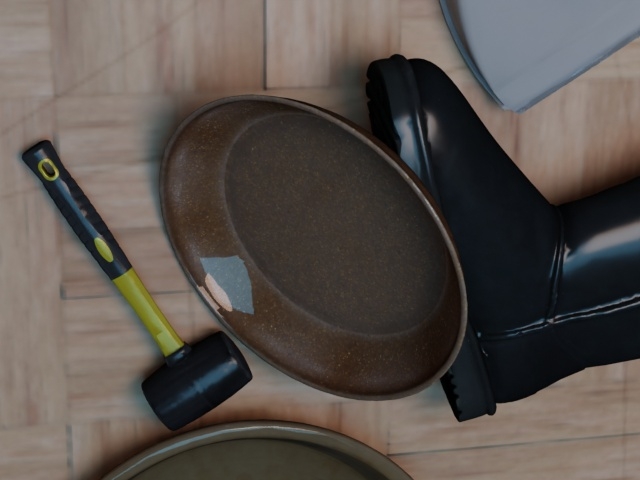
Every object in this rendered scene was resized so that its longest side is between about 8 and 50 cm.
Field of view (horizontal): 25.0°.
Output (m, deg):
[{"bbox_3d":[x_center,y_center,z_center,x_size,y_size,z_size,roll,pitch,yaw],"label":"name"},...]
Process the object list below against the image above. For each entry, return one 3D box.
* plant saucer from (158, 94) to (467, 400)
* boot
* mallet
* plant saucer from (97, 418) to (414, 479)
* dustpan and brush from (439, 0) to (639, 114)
[{"bbox_3d":[0.000,0.000,0.799,0.036,0.198,0.198,-46,119,-42],"label":"plant saucer"},{"bbox_3d":[0.148,-0.022,0.845,0.207,0.094,0.246,-19,117,-3],"label":"boot"},{"bbox_3d":[-0.103,0.020,0.838,0.062,0.039,0.190,-26,107,-2],"label":"mallet"},{"bbox_3d":[-0.049,0.236,0.913,0.278,0.041,0.278,-3,108,-11],"label":"plant saucer"},{"bbox_3d":[0.106,-0.194,0.811,0.147,0.060,0.211,-34,119,13],"label":"dustpan and brush"}]
